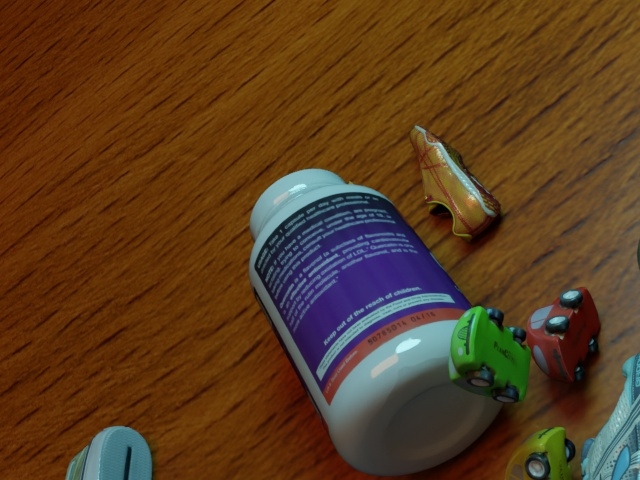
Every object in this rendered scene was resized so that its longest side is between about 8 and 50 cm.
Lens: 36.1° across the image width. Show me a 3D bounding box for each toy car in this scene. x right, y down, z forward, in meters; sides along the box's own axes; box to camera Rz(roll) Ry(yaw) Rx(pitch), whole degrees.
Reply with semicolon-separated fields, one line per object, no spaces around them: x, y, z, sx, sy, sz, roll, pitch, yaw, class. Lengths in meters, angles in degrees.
0.164;0.118;0.833;0.053;0.225;0.239;-7;59;37;toy car

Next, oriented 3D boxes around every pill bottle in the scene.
0.040;0.066;0.994;0.181;0.181;0.323;-41;45;9;pill bottle

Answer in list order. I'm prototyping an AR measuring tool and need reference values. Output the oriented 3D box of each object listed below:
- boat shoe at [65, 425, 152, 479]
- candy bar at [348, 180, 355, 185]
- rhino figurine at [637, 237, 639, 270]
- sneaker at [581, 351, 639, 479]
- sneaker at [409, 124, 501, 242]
-0.254;0.357;1.106;0.094;0.109;0.302;-36;35;36;boat shoe
0.000;0.000;1.187;0.161;0.018;0.040;-53;44;-4;candy bar
0.370;0.042;0.831;0.106;0.073;0.243;-42;46;2;rhino figurine
0.266;0.216;0.796;0.122;0.110;0.283;-4;56;58;sneaker
0.133;-0.069;1.099;0.067;0.064;0.175;-46;41;19;sneaker
